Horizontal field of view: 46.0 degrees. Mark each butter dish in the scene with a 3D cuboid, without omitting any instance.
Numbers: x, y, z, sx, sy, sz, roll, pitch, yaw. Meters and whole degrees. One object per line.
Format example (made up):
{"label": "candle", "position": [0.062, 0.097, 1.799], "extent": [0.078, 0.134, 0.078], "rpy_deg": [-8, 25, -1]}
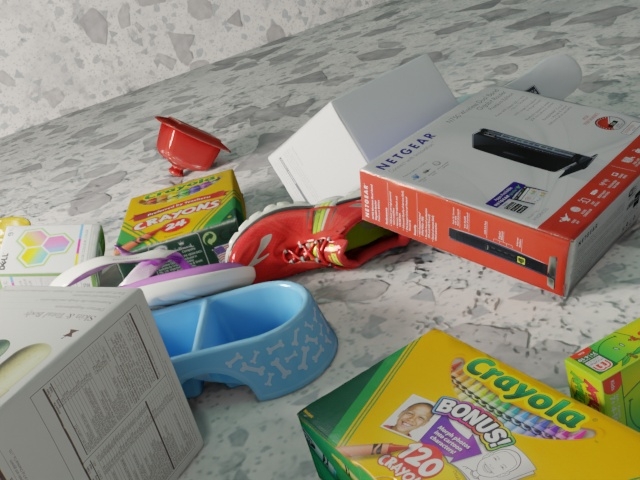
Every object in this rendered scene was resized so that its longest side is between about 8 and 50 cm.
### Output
{"label": "butter dish", "position": [-0.304, -0.199, 1.690], "extent": [0.160, 0.118, 0.160], "rpy_deg": [22, 7, -29]}

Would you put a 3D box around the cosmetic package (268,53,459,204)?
{"label": "cosmetic package", "position": [0.074, -0.163, 1.220], "extent": [0.224, 0.138, 0.224], "rpy_deg": [-32, 2, -33]}

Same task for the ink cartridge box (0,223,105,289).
{"label": "ink cartridge box", "position": [-0.464, 0.033, 1.224], "extent": [0.209, 0.062, 0.109], "rpy_deg": [-1, 45, -7]}

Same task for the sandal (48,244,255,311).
{"label": "sandal", "position": [-0.292, 0.058, 1.033], "extent": [0.416, 0.102, 0.169], "rpy_deg": [-12, -3, 19]}

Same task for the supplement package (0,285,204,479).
{"label": "supplement package", "position": [-0.283, 0.191, 0.696], "extent": [0.199, 0.198, 0.263], "rpy_deg": [-1, 28, 30]}

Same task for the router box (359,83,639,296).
{"label": "router box", "position": [0.271, -0.088, 1.016], "extent": [0.301, 0.082, 0.335], "rpy_deg": [23, 43, 35]}

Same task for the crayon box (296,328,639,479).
{"label": "crayon box", "position": [0.123, 0.183, 0.600], "extent": [0.165, 0.081, 0.278], "rpy_deg": [-27, 26, -23]}

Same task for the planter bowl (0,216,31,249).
{"label": "planter bowl", "position": [-0.615, 0.046, 1.363], "extent": [0.217, 0.090, 0.217], "rpy_deg": [-12, 26, 6]}

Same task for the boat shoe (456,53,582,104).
{"label": "boat shoe", "position": [0.331, -0.237, 1.381], "extent": [0.301, 0.108, 0.102], "rpy_deg": [-32, -7, -5]}

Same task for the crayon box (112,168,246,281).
{"label": "crayon box", "position": [-0.233, -0.032, 1.305], "extent": [0.202, 0.081, 0.318], "rpy_deg": [-17, 23, -1]}

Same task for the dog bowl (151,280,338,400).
{"label": "dog bowl", "position": [-0.131, 0.127, 0.896], "extent": [0.297, 0.074, 0.166], "rpy_deg": [-14, 23, 4]}

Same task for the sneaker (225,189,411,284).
{"label": "sneaker", "position": [0.000, 0.000, 1.060], "extent": [0.279, 0.107, 0.118], "rpy_deg": [-19, 29, -6]}

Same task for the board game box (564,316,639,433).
{"label": "board game box", "position": [0.297, 0.107, 0.641], "extent": [0.181, 0.092, 0.043], "rpy_deg": [-24, 24, -17]}
